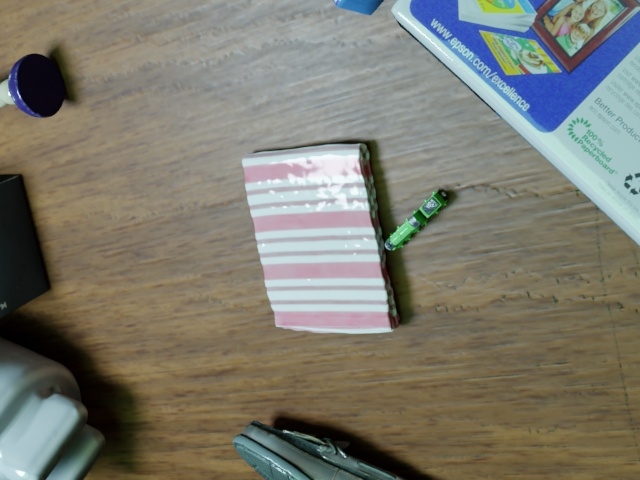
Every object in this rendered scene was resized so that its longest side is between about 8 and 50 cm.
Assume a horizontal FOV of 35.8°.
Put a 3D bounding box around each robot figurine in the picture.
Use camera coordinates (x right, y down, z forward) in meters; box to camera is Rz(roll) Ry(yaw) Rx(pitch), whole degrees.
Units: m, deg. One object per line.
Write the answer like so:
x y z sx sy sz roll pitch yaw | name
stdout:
-0.446 0.212 1.242 0.353 0.200 0.300 19 143 22 | robot figurine

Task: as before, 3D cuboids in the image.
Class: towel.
0.000 0.000 0.995 0.144 0.029 0.197 -2 107 31 | towel

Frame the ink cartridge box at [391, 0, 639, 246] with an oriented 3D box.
0.264 -0.177 0.712 0.303 0.072 0.307 45 99 7 | ink cartridge box

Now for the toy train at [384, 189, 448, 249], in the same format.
0.089 -0.017 0.934 0.017 0.024 0.083 47 126 5 | toy train

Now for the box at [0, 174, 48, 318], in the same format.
-0.436 0.005 1.211 0.158 0.093 0.156 3 112 31 | box

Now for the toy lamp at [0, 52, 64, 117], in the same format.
-0.418 -0.160 1.141 0.275 0.080 0.080 -7 107 30 | toy lamp

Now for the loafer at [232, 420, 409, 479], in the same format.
0.032 0.262 1.071 0.267 0.084 0.096 27 153 22 | loafer

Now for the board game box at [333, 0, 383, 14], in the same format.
0.059 -0.309 0.775 0.210 0.047 0.160 -42 62 35 | board game box
